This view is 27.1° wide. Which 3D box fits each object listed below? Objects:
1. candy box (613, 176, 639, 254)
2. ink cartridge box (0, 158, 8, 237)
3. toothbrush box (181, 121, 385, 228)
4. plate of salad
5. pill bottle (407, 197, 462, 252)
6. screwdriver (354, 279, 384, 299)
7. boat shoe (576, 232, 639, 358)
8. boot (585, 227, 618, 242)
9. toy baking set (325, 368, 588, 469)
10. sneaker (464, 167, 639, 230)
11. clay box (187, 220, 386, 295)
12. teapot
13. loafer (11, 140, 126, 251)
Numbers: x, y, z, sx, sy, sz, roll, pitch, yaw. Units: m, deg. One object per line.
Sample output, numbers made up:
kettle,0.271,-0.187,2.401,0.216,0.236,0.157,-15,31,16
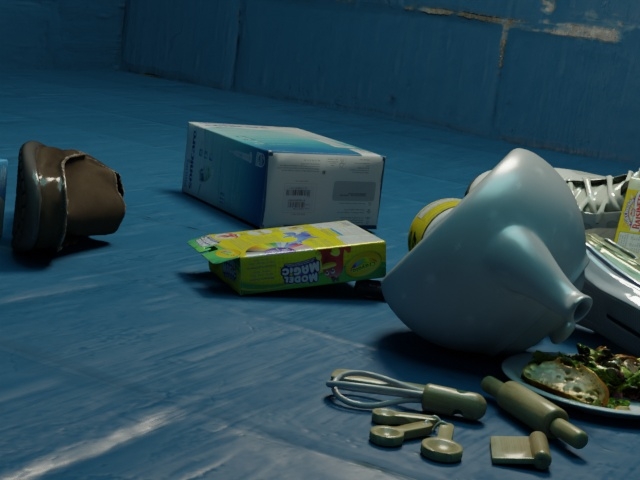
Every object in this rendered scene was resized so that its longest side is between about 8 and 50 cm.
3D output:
candy box,0.413,0.023,1.642,0.105,0.206,0.027,10,-20,25
ink cartridge box,-0.460,-0.046,1.614,0.060,0.104,0.180,12,11,21
toothbrush box,-0.066,-0.108,2.147,0.216,0.126,0.295,0,14,-32
plate of salad,0.285,0.136,1.349,0.199,0.048,0.200,7,10,-1
pill bottle,0.177,0.006,1.730,0.119,0.119,0.208,7,5,-3
screwdriver,0.124,0.068,1.658,0.169,0.024,0.025,7,39,-14
boat shoe,0.346,0.052,1.588,0.094,0.109,0.302,-24,39,-23
boot,0.384,0.043,1.778,0.189,0.076,0.208,-44,20,-24
toy baking set,0.115,0.148,1.209,0.196,0.030,0.256,3,12,-20
sneaker,0.438,-0.078,1.936,0.447,0.169,0.257,11,-31,8
clay box,-0.044,0.021,1.645,0.222,0.053,0.127,-7,15,-20
teapot,0.202,0.038,1.447,0.187,0.252,0.256,45,39,2
loafer,-0.318,-0.064,1.725,0.130,0.134,0.366,7,11,-4
